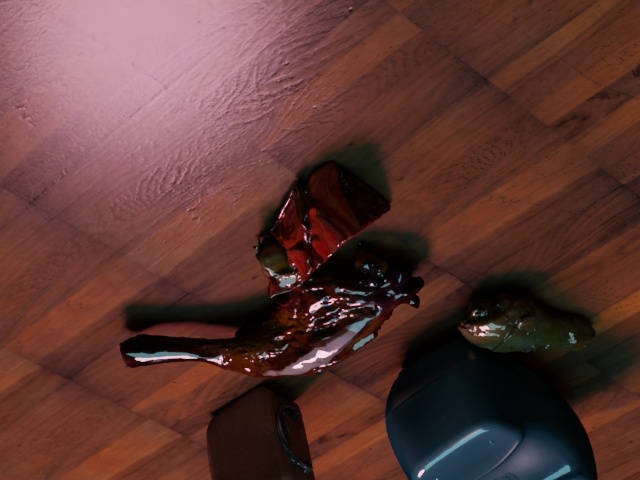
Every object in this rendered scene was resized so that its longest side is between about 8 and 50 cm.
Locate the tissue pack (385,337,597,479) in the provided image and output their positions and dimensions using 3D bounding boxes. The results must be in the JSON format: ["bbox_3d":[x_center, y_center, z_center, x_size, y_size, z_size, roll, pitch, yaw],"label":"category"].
[{"bbox_3d":[0.226,0.257,2.012,0.198,0.206,0.287,-39,129,23],"label":"tissue pack"}]

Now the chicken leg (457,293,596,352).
[{"bbox_3d":[0.275,0.113,1.944,0.198,0.069,0.085,10,116,-26],"label":"chicken leg"}]

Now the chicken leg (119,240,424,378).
[{"bbox_3d":[-0.058,0.120,1.910,0.407,0.096,0.158,-15,135,15],"label":"chicken leg"}]

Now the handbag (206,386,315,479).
[{"bbox_3d":[-0.080,0.302,2.042,0.151,0.193,0.072,-37,130,26],"label":"handbag"}]

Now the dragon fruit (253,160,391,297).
[{"bbox_3d":[-0.014,-0.014,1.798,0.092,0.122,0.192,50,130,3],"label":"dragon fruit"}]
